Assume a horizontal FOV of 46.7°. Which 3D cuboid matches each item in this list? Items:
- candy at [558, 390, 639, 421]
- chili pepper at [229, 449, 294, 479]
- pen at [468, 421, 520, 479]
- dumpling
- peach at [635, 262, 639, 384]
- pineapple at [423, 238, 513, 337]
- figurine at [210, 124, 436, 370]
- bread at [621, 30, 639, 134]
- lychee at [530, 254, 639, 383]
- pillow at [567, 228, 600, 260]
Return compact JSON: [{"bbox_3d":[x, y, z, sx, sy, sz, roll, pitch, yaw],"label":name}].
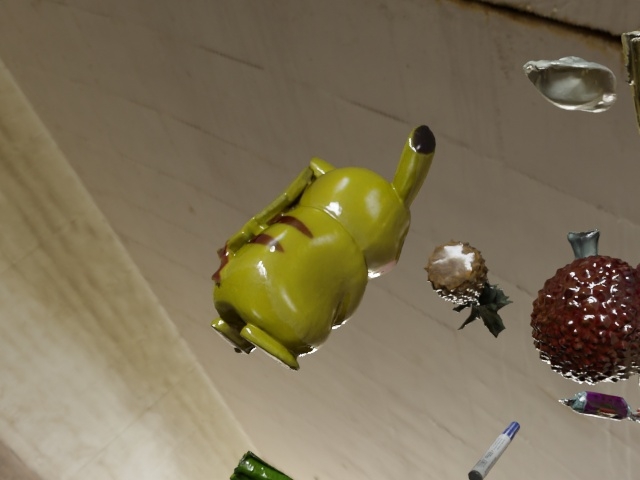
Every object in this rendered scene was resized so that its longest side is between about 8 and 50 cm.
[{"bbox_3d":[0.559,0.326,1.463,0.175,0.043,0.045,10,-49,2],"label":"candy"},{"bbox_3d":[-0.017,0.546,1.509,0.359,0.084,0.076,31,15,-4],"label":"chili pepper"},{"bbox_3d":[0.299,0.358,1.262,0.025,0.204,0.025,9,-74,31],"label":"pen"},{"bbox_3d":[0.590,-0.377,1.737,0.229,0.124,0.151,20,-15,5],"label":"dumpling"},{"bbox_3d":[0.976,0.227,2.041,0.354,0.338,0.416,13,-22,-4],"label":"peach"},{"bbox_3d":[0.285,0.101,1.438,0.277,0.130,0.119,43,15,-53],"label":"pineapple"},{"bbox_3d":[-0.005,0.005,0.924,0.218,0.327,0.169,5,-49,55],"label":"figurine"},{"bbox_3d":[0.756,-0.220,1.385,0.346,0.242,0.404,-5,-73,19],"label":"bread"},{"bbox_3d":[0.578,0.158,1.525,0.264,0.300,0.264,53,14,-19],"label":"lychee"},{"bbox_3d":[0.743,0.038,2.071,0.091,0.055,0.135,-7,-88,66],"label":"pillow"}]
